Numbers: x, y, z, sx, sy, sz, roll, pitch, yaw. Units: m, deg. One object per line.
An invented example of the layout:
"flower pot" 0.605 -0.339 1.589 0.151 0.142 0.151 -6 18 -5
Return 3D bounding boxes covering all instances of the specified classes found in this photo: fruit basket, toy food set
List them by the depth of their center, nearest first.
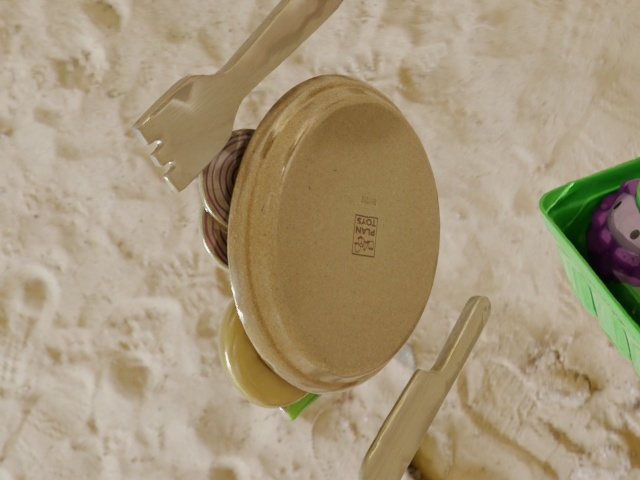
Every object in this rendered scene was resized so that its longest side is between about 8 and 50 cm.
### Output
"toy food set" 0.000 0.000 0.383 0.039 0.132 0.192 4 133 40
"fruit basket" 0.453 -0.001 1.124 0.283 0.392 0.391 -20 97 -8
